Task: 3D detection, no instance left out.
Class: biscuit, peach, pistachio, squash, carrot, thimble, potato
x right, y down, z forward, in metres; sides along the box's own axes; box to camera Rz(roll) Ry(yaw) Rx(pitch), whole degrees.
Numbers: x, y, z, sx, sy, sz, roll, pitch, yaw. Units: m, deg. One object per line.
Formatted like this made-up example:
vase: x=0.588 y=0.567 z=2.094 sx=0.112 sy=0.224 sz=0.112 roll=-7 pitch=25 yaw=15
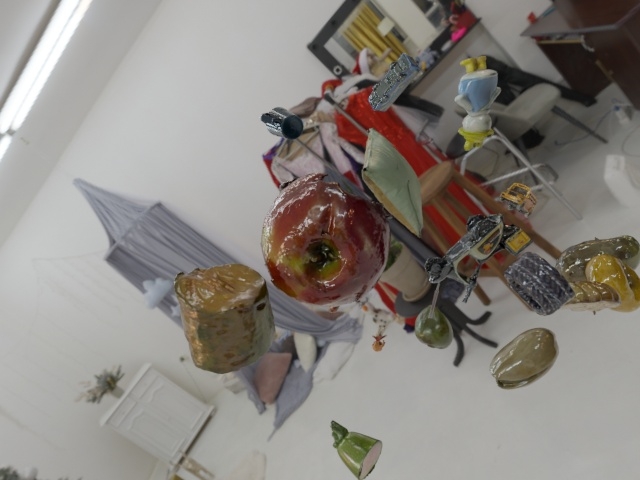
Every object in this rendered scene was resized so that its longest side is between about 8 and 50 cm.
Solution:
biscuit: x=0.553 y=0.118 z=0.880 sx=0.118 sy=0.183 sz=0.061 roll=130 pitch=141 yaw=-61
peach: x=0.850 y=0.121 z=1.208 sx=0.103 sy=0.179 sz=0.179 roll=-42 pitch=14 yaw=42
pistachio: x=0.598 y=0.343 z=1.218 sx=0.226 sy=0.135 sz=0.136 roll=-39 pitch=13 yaw=-1
squash: x=0.070 y=0.505 z=1.025 sx=0.132 sy=0.105 sz=0.105 roll=21 pitch=62 yaw=32
carrot: x=-0.247 y=0.221 z=1.124 sx=0.241 sy=0.242 sz=0.340 roll=-66 pitch=-22 yaw=-52
peach: x=0.000 y=0.000 z=1.132 sx=0.352 sy=0.339 sz=0.416 roll=-57 pitch=9 yaw=15
thimble: x=0.376 y=0.076 z=0.724 sx=0.066 sy=0.104 sz=0.095 roll=-40 pitch=-24 yaw=3
potato: x=0.916 y=0.071 z=1.380 sx=0.263 sy=0.164 sz=0.165 roll=-24 pitch=19 yaw=11

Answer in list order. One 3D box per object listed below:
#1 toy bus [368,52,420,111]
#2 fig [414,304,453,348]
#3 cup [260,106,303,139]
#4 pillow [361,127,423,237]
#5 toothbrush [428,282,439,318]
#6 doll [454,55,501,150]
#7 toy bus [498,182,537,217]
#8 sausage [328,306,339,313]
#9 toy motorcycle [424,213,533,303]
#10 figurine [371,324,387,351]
toy bus: x=0.182 y=-0.391 z=1.041 sx=0.061 sy=0.051 sz=0.153 roll=-7 pitch=-26 yaw=-40
fig: x=0.595 y=0.448 z=2.180 sx=0.203 sy=0.203 sz=0.224 roll=-24 pitch=48 yaw=59
cup: x=-0.174 y=-0.520 z=1.851 sx=0.155 sy=0.177 sz=0.131 roll=38 pitch=118 yaw=50
pillow: x=0.249 y=-0.204 z=1.419 sx=0.119 sy=0.312 sz=0.309 roll=-33 pitch=27 yaw=29
toothbrush: x=0.474 y=0.225 z=1.715 sx=0.014 sy=0.017 sz=0.194 roll=7 pitch=75 yaw=41
doll: x=0.420 y=-0.362 z=1.120 sx=0.099 sy=0.240 sz=0.135 roll=9 pitch=30 yaw=28
toy bus: x=0.608 y=-0.126 z=1.274 sx=0.070 sy=0.162 sz=0.074 roll=35 pitch=101 yaw=36
sausage: x=0.100 y=0.222 z=2.011 sx=0.053 sy=0.053 sz=0.347 roll=-36 pitch=18 yaw=39
toy motorcycle: x=0.406 y=0.040 z=1.110 sx=0.263 sy=0.157 sz=0.091 roll=-45 pitch=10 yaw=14
figurine: x=0.220 y=0.368 z=1.566 sx=0.047 sy=0.064 sz=0.109 roll=-123 pitch=40 yaw=-65
